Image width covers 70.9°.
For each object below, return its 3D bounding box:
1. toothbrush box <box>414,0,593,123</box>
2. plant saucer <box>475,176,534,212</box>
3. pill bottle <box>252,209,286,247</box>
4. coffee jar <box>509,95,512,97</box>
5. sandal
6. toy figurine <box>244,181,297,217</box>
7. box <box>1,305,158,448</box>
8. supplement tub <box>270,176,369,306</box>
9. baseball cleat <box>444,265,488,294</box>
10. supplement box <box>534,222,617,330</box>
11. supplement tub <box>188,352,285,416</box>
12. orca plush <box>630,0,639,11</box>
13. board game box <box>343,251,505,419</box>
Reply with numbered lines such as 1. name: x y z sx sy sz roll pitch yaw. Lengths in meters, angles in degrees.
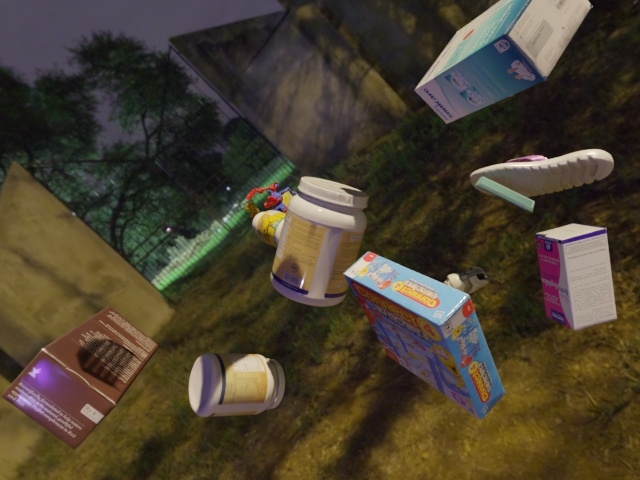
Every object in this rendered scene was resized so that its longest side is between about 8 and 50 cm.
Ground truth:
1. toothbrush box: 0.375 -0.404 0.967 0.216 0.126 0.295 -54 15 -14
2. plant saucer: 0.590 -0.149 1.430 0.067 0.192 0.018 -44 -20 -49
3. pill bottle: -0.145 -0.039 1.515 0.117 0.118 0.208 -47 34 -16
4. coffee jar: 0.450 -0.439 1.245 0.079 0.096 0.184 -28 25 -21
5. sandal: 0.705 -0.227 1.461 0.416 0.169 0.102 -3 56 34
6. toy figurine: -0.093 -0.113 1.716 0.191 0.362 0.217 -30 24 32
7. box: -0.551 0.308 1.097 0.143 0.191 0.381 -48 7 -2
8. supplement tub: 0.000 0.000 1.326 0.241 0.241 0.331 -76 2 -75
9. baseball cleat: 0.358 0.121 1.108 0.109 0.072 0.206 -22 -20 6
10. supplement box: 0.602 0.083 1.063 0.113 0.220 0.111 -15 9 -4
11. supplement tub: -0.319 0.554 1.734 0.228 0.316 0.228 -20 64 48
12. orca plush: 0.504 -0.423 0.573 0.151 0.102 0.287 -29 1 12
13. board game box: 0.223 0.199 0.996 0.086 0.302 0.308 -39 31 -17
